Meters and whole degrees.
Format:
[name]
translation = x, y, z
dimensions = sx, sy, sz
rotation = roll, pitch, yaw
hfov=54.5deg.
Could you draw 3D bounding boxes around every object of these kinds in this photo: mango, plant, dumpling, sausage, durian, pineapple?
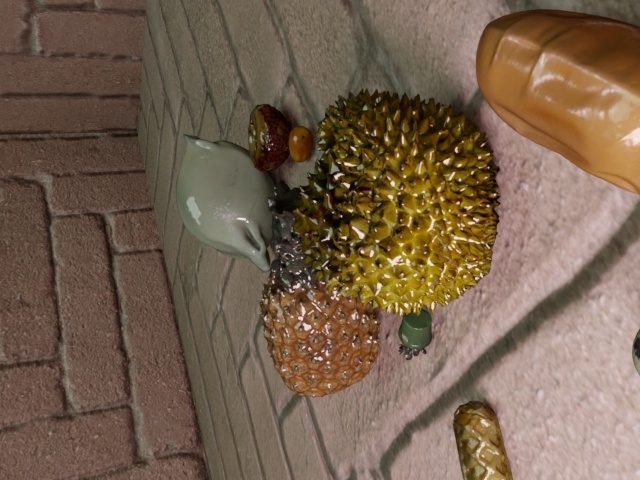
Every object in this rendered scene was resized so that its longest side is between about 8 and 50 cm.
[mango]
translation = -0.041, -0.191, 1.247
dimensions = 0.089, 0.046, 0.060
rotation = 101, 156, -61
[plant]
translation = 0.138, 0.145, 0.910
dimensions = 0.102, 0.051, 0.051
rotation = 90, 159, -46
[dumpling]
translation = -0.188, -0.088, 1.429
dimensions = 0.211, 0.270, 0.321
rotation = -7, 77, 45
[sausage]
translation = 0.234, -0.124, 0.529
dimensions = 0.241, 0.136, 0.120
rotation = 49, 132, 47
[durian]
translation = 0.086, -0.054, 0.763
dimensions = 0.258, 0.258, 0.293
rotation = 134, 138, -60
[pineapple]
translation = -0.021, 0.073, 0.971
dimensions = 0.202, 0.201, 0.362
rotation = 54, 165, 49

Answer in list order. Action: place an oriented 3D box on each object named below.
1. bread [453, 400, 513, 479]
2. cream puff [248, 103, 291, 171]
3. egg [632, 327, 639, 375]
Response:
[bread]
translation = 0.200, 0.257, 0.779
dimensions = 0.066, 0.060, 0.110
rotation = 53, -156, -74
[cream puff]
translation = -0.107, -0.223, 1.337
dimensions = 0.149, 0.084, 0.149
rotation = 179, 90, -69
[egg]
translation = 0.296, 0.089, 0.488
dimensions = 0.110, 0.085, 0.085
rotation = 132, 129, -76
